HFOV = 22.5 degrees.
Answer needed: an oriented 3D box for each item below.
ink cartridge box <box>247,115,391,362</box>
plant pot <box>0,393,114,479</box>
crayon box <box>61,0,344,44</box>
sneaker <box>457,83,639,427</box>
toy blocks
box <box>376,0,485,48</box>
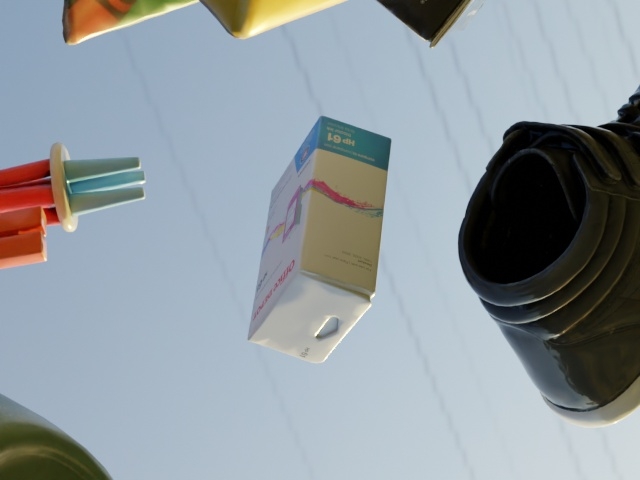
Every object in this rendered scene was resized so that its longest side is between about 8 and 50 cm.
[{"bbox_3d":[0.000,0.000,0.982,0.052,0.088,0.122,18,-129,-15],"label":"ink cartridge box"},{"bbox_3d":[-0.156,0.143,0.480,0.290,0.195,0.290,-17,-90,-71],"label":"plant pot"},{"bbox_3d":[0.052,-0.173,0.332,0.202,0.081,0.318,-26,-33,-30],"label":"crayon box"},{"bbox_3d":[0.182,-0.051,0.908,0.147,0.104,0.296,43,-108,-44],"label":"sneaker"},{"bbox_3d":[-0.173,-0.012,0.887,0.123,0.148,0.054,-98,-1,-68],"label":"toy blocks"},{"bbox_3d":[0.112,-0.217,0.800,0.076,0.242,0.307,40,-169,0],"label":"box"}]
